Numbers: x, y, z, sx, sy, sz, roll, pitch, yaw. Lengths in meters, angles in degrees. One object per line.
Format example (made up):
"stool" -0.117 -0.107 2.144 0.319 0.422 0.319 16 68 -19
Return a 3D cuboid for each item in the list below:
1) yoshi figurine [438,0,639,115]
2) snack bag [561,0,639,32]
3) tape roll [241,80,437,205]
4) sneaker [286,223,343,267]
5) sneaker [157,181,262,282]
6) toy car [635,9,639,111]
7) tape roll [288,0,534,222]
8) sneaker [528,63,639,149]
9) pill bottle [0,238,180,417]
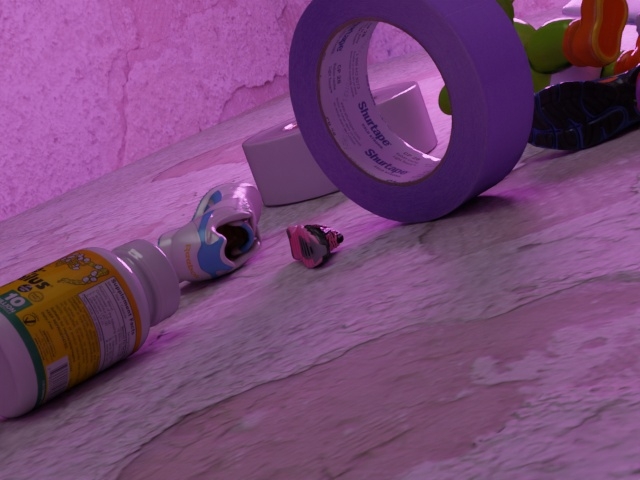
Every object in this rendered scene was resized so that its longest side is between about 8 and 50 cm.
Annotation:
"yoshi figurine" 0.301 -0.254 1.780 0.203 0.204 0.362 -24 6 -34
"snack bag" 0.564 -0.411 1.967 0.323 0.037 0.342 -46 34 -19
"tape roll" 0.030 -0.148 1.989 0.286 0.100 0.286 -20 10 4
"sneaker" 0.000 0.000 1.444 0.057 0.047 0.119 -10 9 -11
"sneaker" -0.110 -0.010 1.606 0.092 0.087 0.229 -8 21 23
"toy car" 0.394 -0.179 1.408 0.136 0.159 0.182 -53 1 17
"tape roll" 0.094 -0.162 1.439 0.275 0.275 0.090 -9 15 47
"sneaker" 0.337 -0.156 1.554 0.221 0.083 0.087 -14 -3 4
"pill bottle" -0.240 0.076 1.274 0.208 0.118 0.117 -29 13 -40
